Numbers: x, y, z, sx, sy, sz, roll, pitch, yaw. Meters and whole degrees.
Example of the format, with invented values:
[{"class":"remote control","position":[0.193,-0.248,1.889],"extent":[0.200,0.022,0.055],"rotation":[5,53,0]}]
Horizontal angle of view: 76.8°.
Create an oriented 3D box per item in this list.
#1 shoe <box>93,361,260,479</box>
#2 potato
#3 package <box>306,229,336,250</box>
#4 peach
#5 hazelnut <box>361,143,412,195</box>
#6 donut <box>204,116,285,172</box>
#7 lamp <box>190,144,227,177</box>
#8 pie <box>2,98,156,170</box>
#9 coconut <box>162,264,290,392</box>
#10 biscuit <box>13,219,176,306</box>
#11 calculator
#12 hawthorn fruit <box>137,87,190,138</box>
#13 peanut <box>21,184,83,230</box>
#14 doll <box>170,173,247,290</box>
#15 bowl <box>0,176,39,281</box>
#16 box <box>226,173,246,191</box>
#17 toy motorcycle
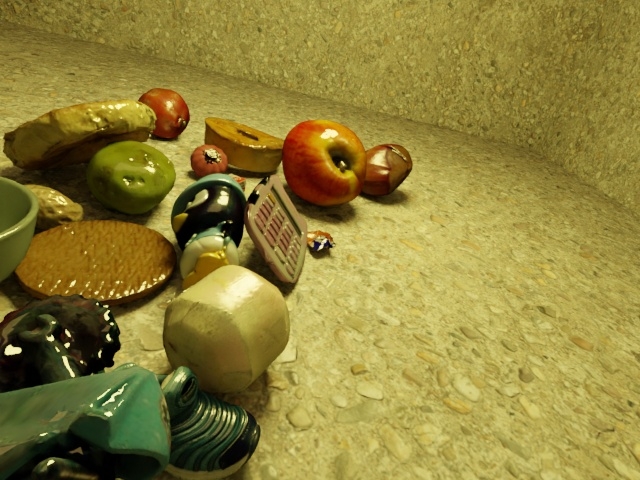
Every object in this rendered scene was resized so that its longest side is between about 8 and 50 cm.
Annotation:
[{"class":"shoe","position":[-0.170,0.201,0.468],"extent":[0.207,0.106,0.091],"rotation":[17,28,-1]},{"class":"potato","position":[-0.428,-0.150,0.923],"extent":[0.186,0.148,0.253],"rotation":[-22,37,-24]},{"class":"package","position":[0.000,0.001,0.988],"extent":[0.077,0.033,0.110],"rotation":[-18,22,-10]},{"class":"peach","position":[0.007,-0.222,1.184],"extent":[0.281,0.281,0.238],"rotation":[32,76,29]},{"class":"hazelnut","position":[0.197,-0.245,1.373],"extent":[0.181,0.181,0.212],"rotation":[43,45,10]},{"class":"donut","position":[-0.247,-0.306,1.315],"extent":[0.278,0.108,0.277],"rotation":[17,20,-6]},{"class":"lamp","position":[-0.325,-0.229,1.182],"extent":[0.108,0.092,0.107],"rotation":[11,63,-21]},{"class":"pie","position":[-0.553,-0.244,0.957],"extent":[0.340,0.083,0.339],"rotation":[-18,7,2]},{"class":"coconut","position":[-0.128,0.117,0.585],"extent":[0.171,0.170,0.183],"rotation":[24,32,16]},{"class":"biscuit","position":[-0.394,0.038,0.727],"extent":[0.262,0.037,0.262],"rotation":[12,28,-7]},{"class":"calculator","position":[-0.093,-0.027,0.869],"extent":[0.043,0.194,0.294],"rotation":[-24,23,16]},{"class":"hawthorn fruit","position":[-0.525,-0.432,1.374],"extent":[0.188,0.168,0.169],"rotation":[23,28,31]},{"class":"peanut","position":[-0.576,-0.055,0.758],"extent":[0.228,0.085,0.104],"rotation":[-10,63,-39]},{"class":"doll","position":[-0.218,-0.028,0.787],"extent":[0.141,0.177,0.314],"rotation":[28,23,-28]},{"class":"bowl","position":[-0.567,0.013,0.575],"extent":[0.290,0.146,0.289],"rotation":[11,27,-6]},{"class":"box","position":[-0.278,-0.129,1.079],"extent":[0.055,0.039,0.218],"rotation":[22,29,15]},{"class":"toy motorcycle","position":[-0.282,0.213,0.301],"extent":[0.232,0.172,0.416],"rotation":[20,44,14]}]
